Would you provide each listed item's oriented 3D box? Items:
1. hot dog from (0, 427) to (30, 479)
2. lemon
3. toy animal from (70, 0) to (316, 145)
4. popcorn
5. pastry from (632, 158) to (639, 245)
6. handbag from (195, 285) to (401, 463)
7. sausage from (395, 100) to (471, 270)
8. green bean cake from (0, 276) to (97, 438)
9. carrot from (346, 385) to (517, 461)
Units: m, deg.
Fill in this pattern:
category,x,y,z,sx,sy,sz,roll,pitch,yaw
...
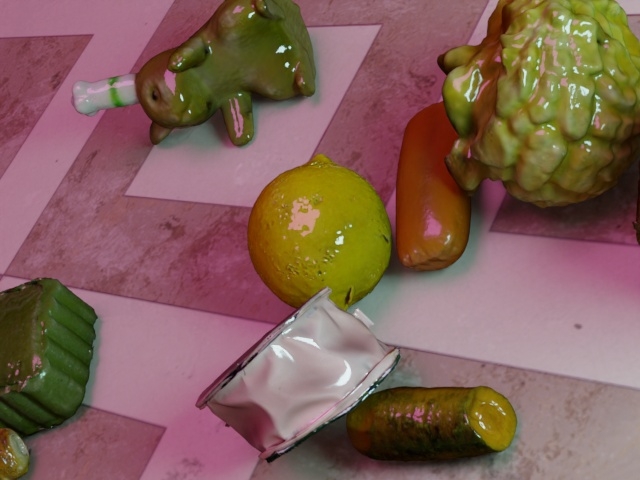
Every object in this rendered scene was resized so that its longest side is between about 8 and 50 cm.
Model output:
category,x,y,z,sx,sy,sz,roll,pitch,yaw
hot dog,-0.512,0.344,1.639,0.289,0.068,0.083,-33,76,10
lemon,0.000,0.000,1.468,0.173,0.173,0.206,-27,59,17
toy animal,-0.178,-0.226,1.801,0.363,0.181,0.180,-32,33,9
popcorn,0.252,-0.162,1.376,0.270,0.224,0.258,-57,27,-6
pastry,0.362,-0.070,1.223,0.093,0.192,0.182,10,91,15
handbag,-0.025,0.148,1.343,0.205,0.116,0.179,-41,0,8
sausage,0.136,-0.067,1.479,0.098,0.098,0.238,-15,50,28
green bean cake,-0.419,0.165,1.693,0.214,0.113,0.200,-23,45,21
carrot,0.111,0.189,1.286,0.173,0.082,0.082,-13,49,34
